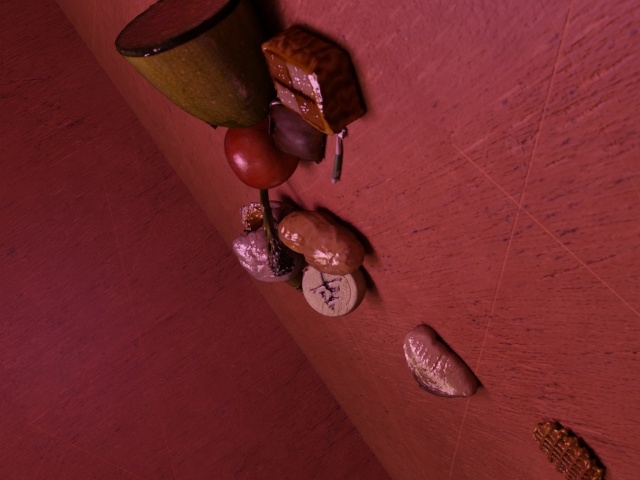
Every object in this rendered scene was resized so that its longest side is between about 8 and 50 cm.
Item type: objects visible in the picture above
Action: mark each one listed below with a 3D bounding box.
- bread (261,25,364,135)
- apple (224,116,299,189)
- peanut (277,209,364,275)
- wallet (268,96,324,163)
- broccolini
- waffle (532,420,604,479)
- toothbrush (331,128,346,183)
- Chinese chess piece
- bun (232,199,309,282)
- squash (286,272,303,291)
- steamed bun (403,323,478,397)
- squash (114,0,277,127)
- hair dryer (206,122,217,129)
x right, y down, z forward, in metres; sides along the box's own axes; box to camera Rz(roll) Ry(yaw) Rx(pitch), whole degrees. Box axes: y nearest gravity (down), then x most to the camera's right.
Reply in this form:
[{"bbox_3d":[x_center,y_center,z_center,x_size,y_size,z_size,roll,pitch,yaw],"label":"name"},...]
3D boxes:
[{"bbox_3d":[-0.018,-0.314,1.388,0.222,0.096,0.181,41,157,43],"label":"bread"},{"bbox_3d":[-0.147,-0.233,1.810,0.201,0.162,0.201,47,-148,-44],"label":"apple"},{"bbox_3d":[0.000,0.000,1.907,0.305,0.147,0.147,39,159,46],"label":"peanut"},{"bbox_3d":[-0.053,-0.256,1.611,0.137,0.031,0.255,14,161,1],"label":"wallet"},{"bbox_3d":[-0.132,-0.087,2.042,0.079,0.074,0.392,-22,69,47],"label":"broccolini"},{"bbox_3d":[0.531,0.463,1.506,0.191,0.038,0.191,50,165,18],"label":"waffle"},{"bbox_3d":[0.040,-0.193,1.614,0.024,0.018,0.257,44,162,14],"label":"toothbrush"},{"bbox_3d":[0.038,0.128,2.020,0.188,0.188,0.083,54,-151,2],"label":"Chinese chess piece"},{"bbox_3d":[-0.126,-0.001,2.165,0.205,0.281,0.281,-32,94,35],"label":"bun"},{"bbox_3d":[-0.150,0.077,2.656,0.331,0.087,0.087,53,165,-2],"label":"squash"},{"bbox_3d":[0.285,0.330,1.835,0.212,0.110,0.231,55,162,2],"label":"steamed bun"},{"bbox_3d":[-0.240,-0.372,1.547,0.310,0.310,0.309,37,160,49],"label":"squash"},{"bbox_3d":[-0.338,-0.405,2.209,0.312,0.123,0.340,39,172,16],"label":"hair dryer"}]
